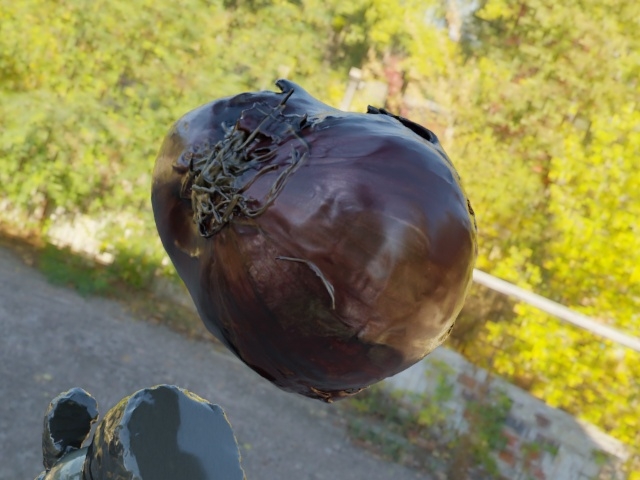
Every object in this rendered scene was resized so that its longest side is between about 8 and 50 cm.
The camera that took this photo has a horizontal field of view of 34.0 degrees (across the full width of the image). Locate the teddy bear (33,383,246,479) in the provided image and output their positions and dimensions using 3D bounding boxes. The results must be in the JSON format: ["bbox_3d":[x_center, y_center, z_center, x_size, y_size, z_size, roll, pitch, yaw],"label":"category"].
[{"bbox_3d":[-0.177,0.208,0.946,0.144,0.171,0.251,10,-24,-44],"label":"teddy bear"}]

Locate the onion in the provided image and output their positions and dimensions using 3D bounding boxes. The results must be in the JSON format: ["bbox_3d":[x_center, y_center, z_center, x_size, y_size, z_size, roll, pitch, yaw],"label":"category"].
[{"bbox_3d":[-0.012,-0.006,0.799,0.281,0.221,0.281,28,0,0],"label":"onion"}]
